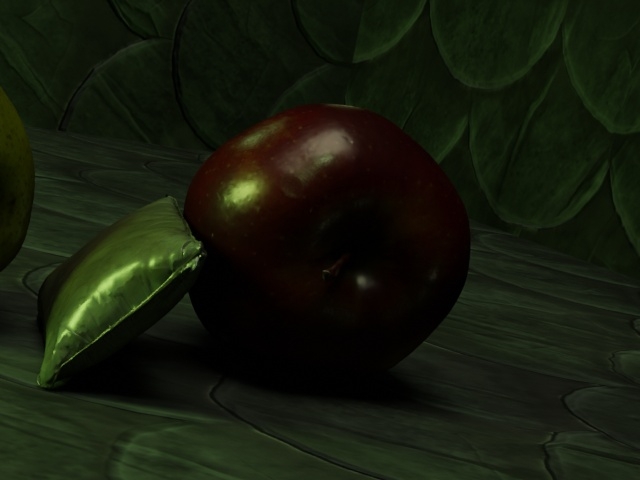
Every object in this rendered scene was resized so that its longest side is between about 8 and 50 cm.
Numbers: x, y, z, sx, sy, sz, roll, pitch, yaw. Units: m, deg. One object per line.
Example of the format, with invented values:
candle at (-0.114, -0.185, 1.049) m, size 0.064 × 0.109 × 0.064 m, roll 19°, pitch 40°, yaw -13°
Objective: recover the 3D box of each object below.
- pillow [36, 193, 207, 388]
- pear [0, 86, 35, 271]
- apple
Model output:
pillow at (-0.191, 0.041, 1.680) m, size 0.075 × 0.185 × 0.302 m, roll 50°, pitch -1°, yaw -14°
pear at (-0.408, -0.069, 1.736) m, size 0.294 × 0.294 × 0.294 m, roll 11°, pitch 8°, yaw -2°
apple at (0.000, 0.000, 1.827) m, size 0.288 × 0.288 × 0.317 m, roll 10°, pitch 0°, yaw -14°
